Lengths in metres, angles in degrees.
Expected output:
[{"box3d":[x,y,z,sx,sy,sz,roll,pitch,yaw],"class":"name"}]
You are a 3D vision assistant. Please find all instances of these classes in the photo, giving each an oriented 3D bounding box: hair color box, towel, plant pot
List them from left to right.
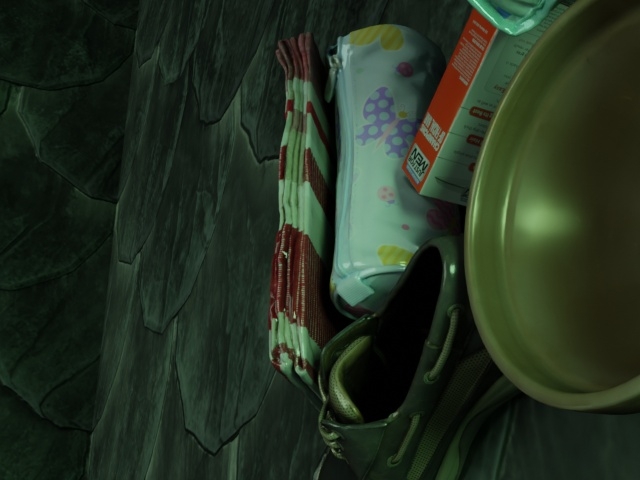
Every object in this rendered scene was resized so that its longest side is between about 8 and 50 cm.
[{"box3d":[0.000,0.000,0.862,0.237,0.037,0.328,60,-152,-62],"class":"towel"},{"box3d":[0.140,-0.106,0.678,0.053,0.093,0.167,-114,43,-57],"class":"hair color box"},{"box3d":[0.189,-0.020,0.492,0.237,0.110,0.237,-168,90,-68],"class":"plant pot"}]

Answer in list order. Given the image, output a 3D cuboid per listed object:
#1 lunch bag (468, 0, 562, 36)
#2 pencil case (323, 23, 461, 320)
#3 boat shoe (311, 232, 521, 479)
[{"box3d":[0.110,-0.295,0.536,0.223,0.262,0.160,-53,9,-30],"class":"lunch bag"},{"box3d":[0.063,-0.062,0.799,0.114,0.124,0.273,-22,56,33],"class":"pencil case"},{"box3d":[0.058,0.113,0.707,0.132,0.130,0.355,-104,34,-48],"class":"boat shoe"}]
